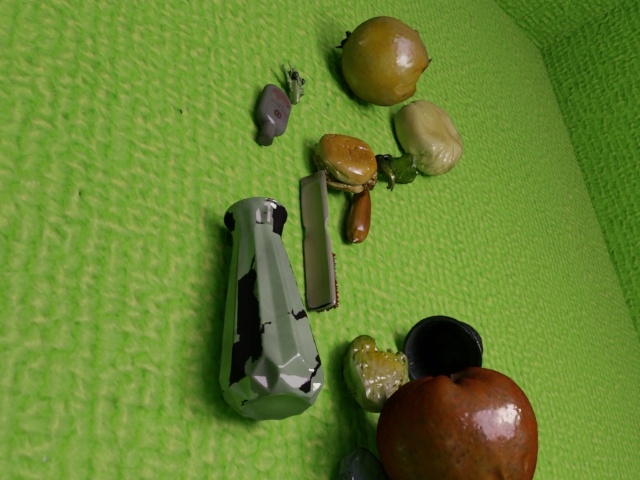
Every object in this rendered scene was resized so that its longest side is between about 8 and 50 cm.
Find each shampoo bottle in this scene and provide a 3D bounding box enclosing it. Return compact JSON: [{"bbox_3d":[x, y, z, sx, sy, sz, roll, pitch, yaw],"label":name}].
[{"bbox_3d":[-0.102,-0.261,1.561,0.080,0.040,0.165,44,35,-29],"label":"shampoo bottle"}]

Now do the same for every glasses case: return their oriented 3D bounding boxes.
[{"bbox_3d":[0.122,0.488,1.294,0.282,0.067,0.109,57,27,-10],"label":"glasses case"}]

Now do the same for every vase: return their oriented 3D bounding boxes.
[{"bbox_3d":[-0.091,0.103,1.211,0.165,0.165,0.360,27,42,-42],"label":"vase"}]

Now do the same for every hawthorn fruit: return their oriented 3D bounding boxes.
[{"bbox_3d":[0.237,0.374,1.261,0.277,0.277,0.298,22,53,-46],"label":"hawthorn fruit"}]

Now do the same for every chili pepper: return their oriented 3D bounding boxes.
[{"bbox_3d":[0.182,-0.173,1.822,0.359,0.076,0.085,-24,113,-71],"label":"chili pepper"}]

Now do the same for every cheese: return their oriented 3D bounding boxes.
[{"bbox_3d":[0.301,-0.292,2.093,0.214,0.117,0.226,-11,71,-53],"label":"cheese"}]

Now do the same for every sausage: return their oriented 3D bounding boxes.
[{"bbox_3d":[0.088,-0.057,1.659,0.054,0.062,0.183,29,40,-16],"label":"sausage"}]

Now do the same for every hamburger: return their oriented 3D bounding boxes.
[{"bbox_3d":[0.056,-0.173,1.653,0.147,0.083,0.138,8,52,-27],"label":"hamburger"}]

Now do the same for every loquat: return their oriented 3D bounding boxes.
[{"bbox_3d":[0.159,-0.468,1.927,0.244,0.244,0.244,34,42,-37],"label":"loquat"}]

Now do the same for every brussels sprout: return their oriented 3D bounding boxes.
[{"bbox_3d":[0.097,0.256,1.410,0.139,0.100,0.181,40,38,-14],"label":"brussels sprout"}]

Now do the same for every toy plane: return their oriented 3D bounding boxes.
[{"bbox_3d":[-0.059,-0.358,1.696,0.102,0.040,0.111,35,38,-52],"label":"toy plane"}]

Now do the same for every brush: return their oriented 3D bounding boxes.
[{"bbox_3d":[0.000,0.000,1.497,0.050,0.060,0.321,42,36,-50],"label":"brush"}]

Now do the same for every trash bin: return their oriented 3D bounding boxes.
[{"bbox_3d":[0.285,0.243,1.634,0.175,0.175,0.161,67,21,7],"label":"trash bin"}]
